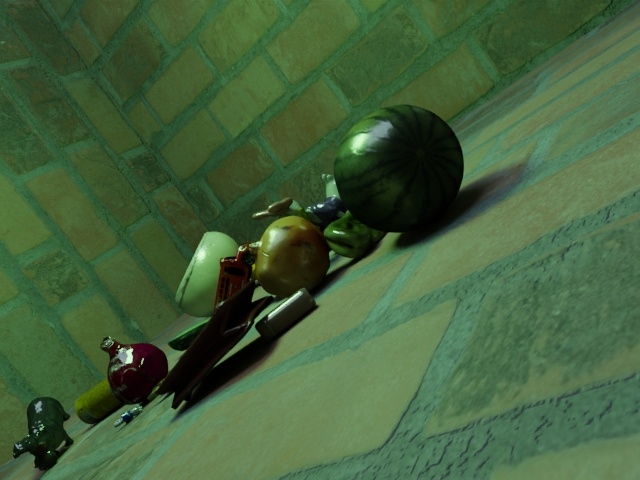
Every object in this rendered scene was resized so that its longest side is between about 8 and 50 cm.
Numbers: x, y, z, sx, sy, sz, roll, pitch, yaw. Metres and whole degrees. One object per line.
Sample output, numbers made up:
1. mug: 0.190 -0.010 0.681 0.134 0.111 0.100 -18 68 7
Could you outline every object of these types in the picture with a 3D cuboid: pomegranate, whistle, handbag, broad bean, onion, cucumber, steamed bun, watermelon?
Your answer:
1. pomegranate: -0.075 0.044 1.523 0.209 0.209 0.209 -36 6 4
2. whistle: -0.514 0.467 1.577 0.083 0.029 0.033 -34 36 -25
3. handbag: -0.233 0.224 1.337 0.276 0.084 0.260 -50 1 10
4. broad bean: 0.087 -0.024 1.541 0.207 0.153 0.073 -54 -26 -62
5. onion: -0.541 0.354 1.711 0.139 0.218 0.195 -33 8 23
6. cucumber: -0.414 0.317 2.035 0.243 0.063 0.115 -31 2 42
7. steamed bun: -0.441 0.154 2.476 0.374 0.241 0.375 -158 90 -84
8. watermelon: 0.167 -0.156 1.321 0.278 0.279 0.359 -37 8 -6

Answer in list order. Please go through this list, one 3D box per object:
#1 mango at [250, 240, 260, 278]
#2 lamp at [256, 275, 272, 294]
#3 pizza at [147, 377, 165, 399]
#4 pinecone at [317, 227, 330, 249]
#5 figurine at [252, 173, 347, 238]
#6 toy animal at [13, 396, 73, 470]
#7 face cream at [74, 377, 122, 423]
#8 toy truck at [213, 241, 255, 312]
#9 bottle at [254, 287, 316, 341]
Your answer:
1. mango: -0.227 0.086 2.460 0.187 0.138 0.257 -61 10 -22
2. lamp: -0.112 0.076 1.767 0.182 0.140 0.182 -34 49 52
3. pizza: -0.352 0.344 1.591 0.262 0.034 0.181 -38 5 -21
4. pinecone: -0.022 -0.021 2.022 0.173 0.174 0.173 -36 6 4
5. figurine: 0.012 -0.101 1.808 0.420 0.194 0.154 -23 0 -31
6. toy animal: -0.862 0.612 1.861 0.106 0.168 0.343 -35 19 -9
7. face cream: -0.650 0.476 1.954 0.348 0.105 0.105 -35 6 14
8. toy truck: -0.260 0.128 1.817 0.107 0.114 0.253 -95 14 -85
9. bottle: -0.077 0.164 1.304 0.140 0.053 0.053 -38 6 -7
